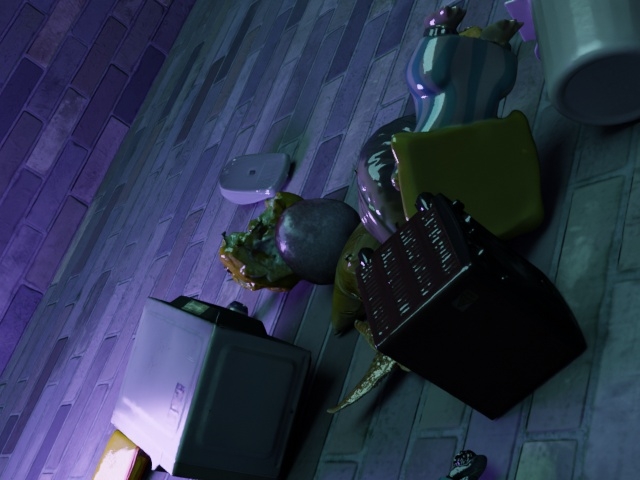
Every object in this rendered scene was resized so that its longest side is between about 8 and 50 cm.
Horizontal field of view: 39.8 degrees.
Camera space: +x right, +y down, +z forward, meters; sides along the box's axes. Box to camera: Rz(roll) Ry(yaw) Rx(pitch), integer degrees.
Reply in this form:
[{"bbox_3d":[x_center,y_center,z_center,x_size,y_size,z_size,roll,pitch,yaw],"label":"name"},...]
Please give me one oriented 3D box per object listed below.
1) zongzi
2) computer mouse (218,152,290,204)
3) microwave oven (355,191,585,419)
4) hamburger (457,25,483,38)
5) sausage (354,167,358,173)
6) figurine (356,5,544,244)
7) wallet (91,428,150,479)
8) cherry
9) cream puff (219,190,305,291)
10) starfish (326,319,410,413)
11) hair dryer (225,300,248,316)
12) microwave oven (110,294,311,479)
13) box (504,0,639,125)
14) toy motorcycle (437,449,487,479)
[{"bbox_3d":[0.078,0.056,1.574,0.194,0.099,0.197,-59,-7,-46],"label":"zongzi"},{"bbox_3d":[-0.159,-0.152,2.197,0.231,0.079,0.128,4,64,42],"label":"computer mouse"},{"bbox_3d":[0.197,0.081,1.163,0.188,0.247,0.178,-46,31,19],"label":"microwave oven"},{"bbox_3d":[0.304,-0.346,1.660,0.102,0.087,0.176,-21,33,29],"label":"hamburger"},{"bbox_3d":[0.132,-0.180,1.784,0.145,0.048,0.050,-48,33,8],"label":"sausage"},{"bbox_3d":[0.147,-0.143,1.413,0.378,0.266,0.361,0,85,64],"label":"figurine"},{"bbox_3d":[-0.440,0.537,1.881,0.141,0.067,0.241,6,69,55],"label":"wallet"},{"bbox_3d":[-0.002,0.003,1.659,0.140,0.176,0.176,127,166,-65],"label":"cherry"},{"bbox_3d":[-0.091,0.012,1.802,0.221,0.194,0.195,-37,27,-3],"label":"cream puff"},{"bbox_3d":[0.118,0.161,1.413,0.295,0.048,0.231,-44,23,10],"label":"starfish"},{"bbox_3d":[-0.240,0.209,1.818,0.067,0.199,0.167,26,108,37],"label":"hair dryer"},{"bbox_3d":[-0.194,0.264,1.582,0.355,0.218,0.286,7,79,61],"label":"microwave oven"},{"bbox_3d":[0.399,-0.285,1.291,0.291,0.262,0.206,124,154,-56],"label":"box"},{"bbox_3d":[0.162,0.347,1.119,0.173,0.058,0.100,-52,34,8],"label":"toy motorcycle"}]
